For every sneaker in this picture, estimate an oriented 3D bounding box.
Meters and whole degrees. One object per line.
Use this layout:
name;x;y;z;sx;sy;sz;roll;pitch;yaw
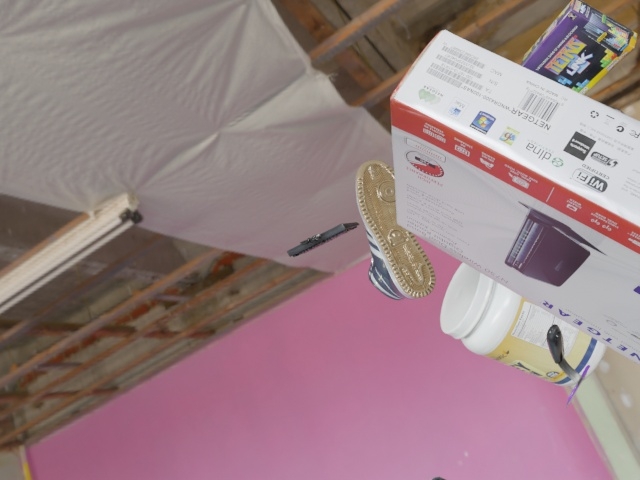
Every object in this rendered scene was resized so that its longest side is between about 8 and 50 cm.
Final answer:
sneaker;0.128;-0.010;1.262;0.099;0.282;0.153;-18;-10;-12

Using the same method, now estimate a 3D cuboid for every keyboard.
keyboard;0.000;0.000;1.543;0.180;0.023;0.108;-27;-11;33

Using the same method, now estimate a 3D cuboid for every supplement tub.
supplement tub;0.457;0.176;1.452;0.317;0.228;0.228;22;-31;-6

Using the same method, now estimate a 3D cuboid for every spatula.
spatula;0.430;0.219;1.116;0.084;0.030;0.296;-54;-44;-13

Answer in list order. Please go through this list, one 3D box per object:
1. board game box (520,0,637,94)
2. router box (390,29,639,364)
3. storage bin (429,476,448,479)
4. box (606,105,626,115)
board game box;0.500;-0.369;1.251;0.141;0.048;0.170;27;-30;-4
router box;0.233;-0.016;0.618;0.082;0.336;0.301;-55;-18;-11
storage bin;0.210;0.525;1.186;0.135;0.091;0.098;-44;-46;7
box;0.647;-0.158;1.451;0.056;0.183;0.231;2;-47;-23
